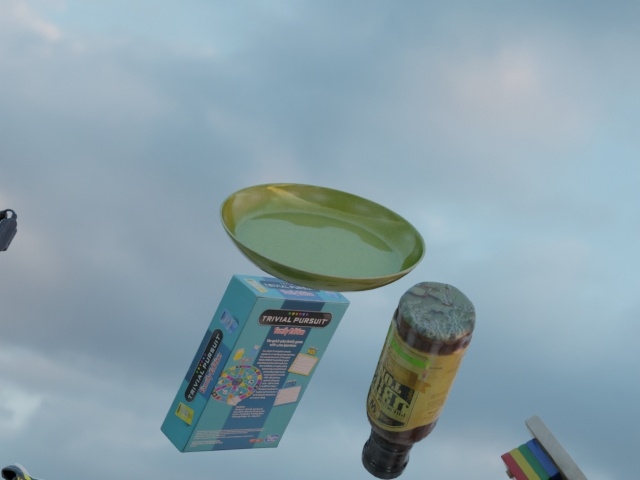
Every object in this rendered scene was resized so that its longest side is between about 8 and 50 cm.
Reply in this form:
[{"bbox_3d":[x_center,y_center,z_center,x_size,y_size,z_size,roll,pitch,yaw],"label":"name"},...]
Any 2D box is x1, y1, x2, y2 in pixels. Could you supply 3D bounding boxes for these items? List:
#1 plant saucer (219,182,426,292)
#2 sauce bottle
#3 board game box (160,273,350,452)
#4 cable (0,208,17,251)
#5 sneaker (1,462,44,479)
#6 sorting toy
[{"bbox_3d":[0.000,0.000,1.439,0.240,0.241,0.037,16,-64,8],"label":"plant saucer"},{"bbox_3d":[0.125,0.209,1.743,0.111,0.111,0.344,17,-48,5],"label":"sauce bottle"},{"bbox_3d":[-0.119,0.230,2.319,0.253,0.336,0.079,8,24,-48],"label":"board game box"},{"bbox_3d":[-0.540,0.040,1.979,0.047,0.185,0.150,32,-43,-18],"label":"cable"},{"bbox_3d":[-0.418,0.345,1.769,0.083,0.031,0.035,27,7,22],"label":"sneaker"},{"bbox_3d":[0.388,0.442,1.923,0.257,0.089,0.255,62,-3,-34],"label":"sorting toy"}]
